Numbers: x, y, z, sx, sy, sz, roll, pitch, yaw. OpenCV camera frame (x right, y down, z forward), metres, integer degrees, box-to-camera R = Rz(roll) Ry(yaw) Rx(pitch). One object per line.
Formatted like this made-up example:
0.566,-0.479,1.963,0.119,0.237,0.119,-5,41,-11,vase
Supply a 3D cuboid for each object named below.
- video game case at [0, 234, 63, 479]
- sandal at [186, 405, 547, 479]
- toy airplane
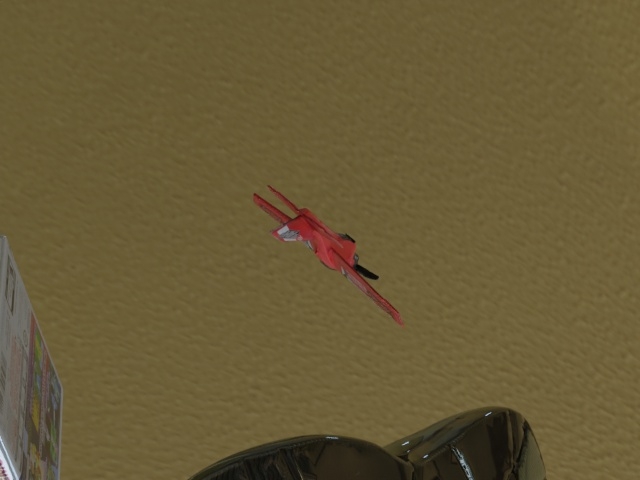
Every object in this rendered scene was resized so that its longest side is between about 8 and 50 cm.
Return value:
-0.242,0.126,1.275,0.023,0.183,0.201,-11,-141,1,video game case
0.019,0.151,0.804,0.086,0.303,0.120,-7,-94,35,sandal
0.000,0.000,1.098,0.151,0.151,0.028,40,-87,26,toy airplane
